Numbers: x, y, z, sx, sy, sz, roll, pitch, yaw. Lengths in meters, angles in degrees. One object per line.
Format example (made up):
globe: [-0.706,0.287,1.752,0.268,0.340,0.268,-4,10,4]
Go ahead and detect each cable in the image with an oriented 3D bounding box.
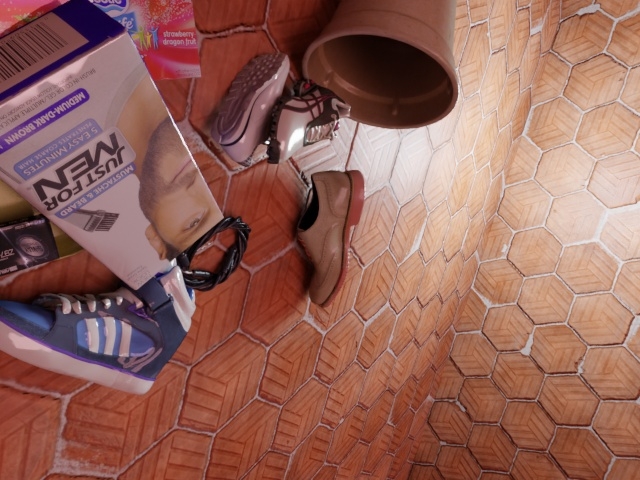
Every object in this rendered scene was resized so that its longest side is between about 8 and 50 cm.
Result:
cable: [-0.213,0.026,0.852,0.184,0.047,0.151,-31,130,-40]

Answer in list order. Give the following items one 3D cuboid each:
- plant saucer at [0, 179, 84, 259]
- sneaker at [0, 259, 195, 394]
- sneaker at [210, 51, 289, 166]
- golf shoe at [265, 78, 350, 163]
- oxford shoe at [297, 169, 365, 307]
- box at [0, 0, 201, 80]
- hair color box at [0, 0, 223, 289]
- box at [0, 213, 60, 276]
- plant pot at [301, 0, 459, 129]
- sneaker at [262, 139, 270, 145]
plant saucer: [-0.395,-0.088,0.577,0.240,0.037,0.241,-28,129,-41]
sneaker: [-0.348,0.099,0.672,0.323,0.130,0.236,48,59,-45]
sneaker: [-0.121,-0.257,0.785,0.235,0.090,0.095,-63,145,-15]
golf shoe: [-0.023,-0.238,0.815,0.105,0.120,0.273,105,8,-47]
oxford shoe: [0.000,0.000,1.072,0.146,0.140,0.398,2,114,-19]
box: [-0.301,-0.273,0.528,0.256,0.122,0.128,-26,127,-42]
hair color box: [-0.269,-0.091,0.530,0.185,0.110,0.339,-43,157,-18]
box: [-0.412,0.006,0.557,0.083,0.018,0.067,-24,125,-43]
plant pot: [0.161,-0.462,0.886,0.333,0.333,0.306,31,72,-53]
sneaker: [-0.127,-0.226,0.845,0.083,0.031,0.035,33,81,-53]
